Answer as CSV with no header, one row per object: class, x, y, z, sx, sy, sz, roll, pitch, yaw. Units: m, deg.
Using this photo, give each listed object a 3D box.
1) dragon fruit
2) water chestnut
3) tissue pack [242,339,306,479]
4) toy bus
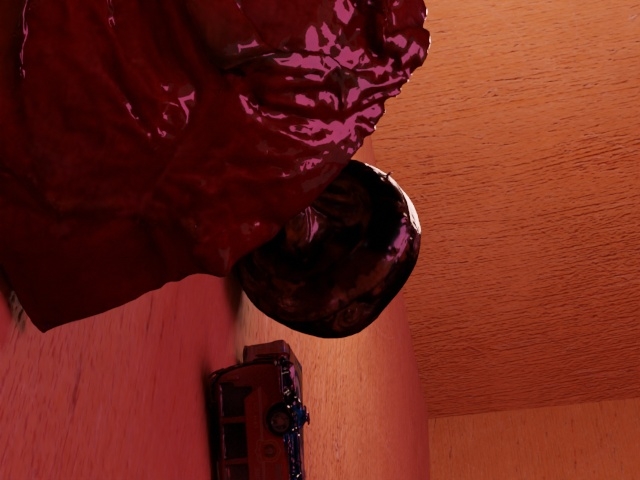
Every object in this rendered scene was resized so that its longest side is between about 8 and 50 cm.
dragon fruit,-0.090,-0.144,0.870,0.240,0.330,0.302,-128,-158,-62
water chestnut,0.000,0.000,1.495,0.238,0.224,0.223,75,11,-59
tissue pack,-0.054,0.201,1.468,0.108,0.060,0.148,63,23,-64
toy bus,-0.059,0.233,1.291,0.073,0.096,0.234,23,61,-79
